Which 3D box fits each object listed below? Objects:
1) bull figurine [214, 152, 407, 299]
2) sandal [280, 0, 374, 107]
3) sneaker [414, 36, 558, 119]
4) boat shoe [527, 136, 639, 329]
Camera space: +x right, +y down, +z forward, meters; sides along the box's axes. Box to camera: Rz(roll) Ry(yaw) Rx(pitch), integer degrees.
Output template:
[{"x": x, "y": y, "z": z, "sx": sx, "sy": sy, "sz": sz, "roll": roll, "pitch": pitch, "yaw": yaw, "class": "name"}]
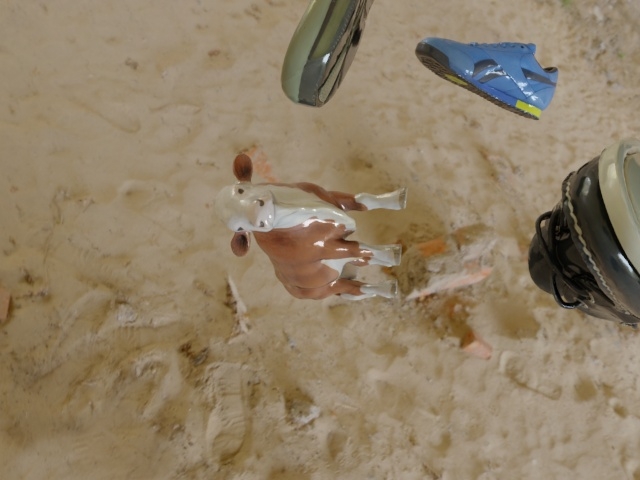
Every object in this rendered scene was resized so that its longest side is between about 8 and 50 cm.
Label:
[{"x": 0.000, "y": 0.000, "z": 0.652, "sx": 0.188, "sy": 0.310, "sz": 0.101, "roll": 5, "pitch": 72, "yaw": 8, "class": "bull figurine"}, {"x": 0.017, "y": -0.243, "z": 0.447, "sx": 0.086, "sy": 0.120, "sz": 0.303, "roll": 18, "pitch": 64, "yaw": 7, "class": "sandal"}, {"x": 0.215, "y": -0.226, "z": 0.716, "sx": 0.209, "sy": 0.082, "sz": 0.069, "roll": 16, "pitch": 16, "yaw": -23, "class": "sneaker"}, {"x": 0.227, "y": 0.010, "z": 0.447, "sx": 0.340, "sy": 0.113, "sz": 0.127, "roll": 2, "pitch": 74, "yaw": -54, "class": "boat shoe"}]
